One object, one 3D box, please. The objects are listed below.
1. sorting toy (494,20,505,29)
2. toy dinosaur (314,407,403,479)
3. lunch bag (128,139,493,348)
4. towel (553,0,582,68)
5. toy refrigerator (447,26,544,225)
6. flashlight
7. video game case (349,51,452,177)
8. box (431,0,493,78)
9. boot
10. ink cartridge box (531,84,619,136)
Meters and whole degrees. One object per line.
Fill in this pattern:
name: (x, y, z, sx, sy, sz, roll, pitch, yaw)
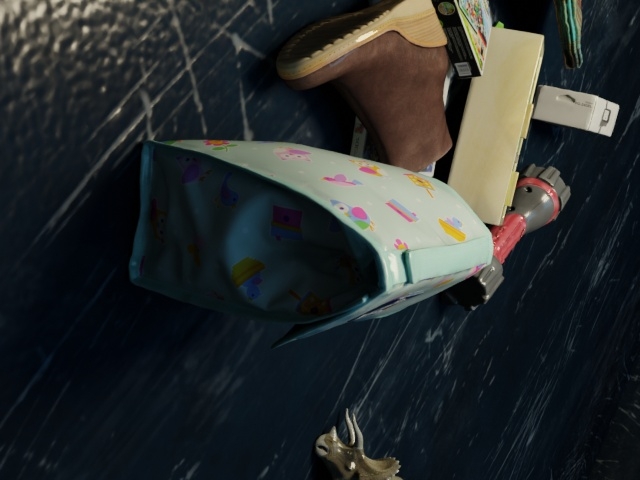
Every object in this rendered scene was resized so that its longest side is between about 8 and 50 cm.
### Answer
sorting toy: (0.275, -0.295, 1.242, 0.062, 0.012, 0.083, -60, 145, -22)
toy dinosaur: (0.077, 0.383, 1.126, 0.160, 0.121, 0.313, -49, 137, -14)
lunch bag: (0.000, 0.000, 0.720, 0.223, 0.262, 0.160, -6, 107, -56)
towel: (0.367, -0.458, 1.192, 0.370, 0.040, 0.271, 42, 52, -62)
toy refrigerator: (0.255, -0.160, 1.170, 0.102, 0.094, 0.269, -1, 104, -75)
flashlight: (0.309, -0.010, 1.327, 0.304, 0.103, 0.103, -45, 138, -38)
video game case: (0.107, -0.172, 1.032, 0.201, 0.023, 0.183, -6, 108, -56)
box: (0.172, -0.318, 1.029, 0.207, 0.036, 0.114, 52, 46, -50)
boot: (0.065, -0.149, 0.885, 0.248, 0.090, 0.207, -35, 124, -37)
ink cartridge box: (0.460, -0.232, 1.456, 0.150, 0.109, 0.063, -4, 109, -56)
